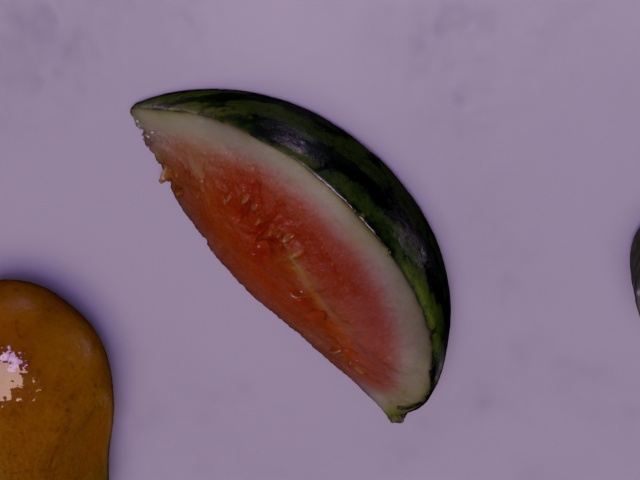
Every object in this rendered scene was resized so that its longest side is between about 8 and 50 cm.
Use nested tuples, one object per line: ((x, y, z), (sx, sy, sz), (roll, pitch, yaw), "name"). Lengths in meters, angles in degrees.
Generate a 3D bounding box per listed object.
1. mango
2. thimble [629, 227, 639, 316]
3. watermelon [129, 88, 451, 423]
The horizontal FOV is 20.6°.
((-0.179, 0.101, 1.030), (0.115, 0.089, 0.165), (3, 118, -5), "mango")
((0.225, 0.017, 0.958), (0.110, 0.062, 0.084), (-5, 116, 9), "thimble")
((-0.003, 0.004, 0.986), (0.119, 0.063, 0.245), (-31, 109, 32), "watermelon")
